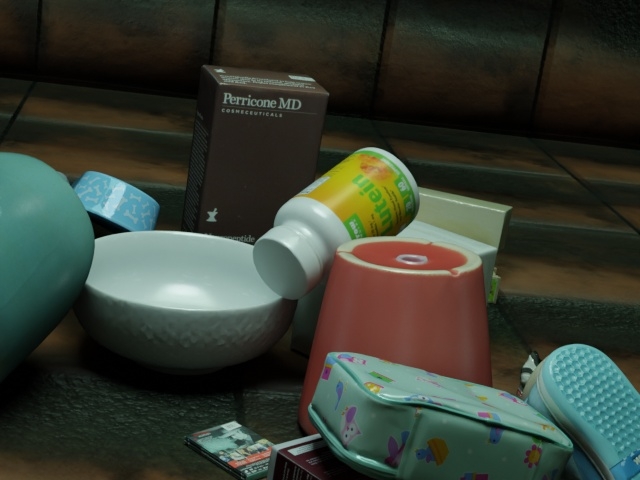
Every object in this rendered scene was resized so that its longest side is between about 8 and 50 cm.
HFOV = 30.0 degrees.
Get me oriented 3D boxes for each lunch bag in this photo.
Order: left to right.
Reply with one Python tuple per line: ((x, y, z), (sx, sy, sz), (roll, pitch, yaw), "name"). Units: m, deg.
((0.134, 0.218, 1.371), (0.279, 0.108, 0.224), (17, 4, -19), "lunch bag")

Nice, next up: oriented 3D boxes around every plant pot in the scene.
((-0.438, 0.021, 1.557), (0.293, 0.293, 0.235), (19, 40, 30), "plant pot")
((0.110, 0.133, 1.596), (0.274, 0.243, 0.275), (4, 14, -1), "plant pot")

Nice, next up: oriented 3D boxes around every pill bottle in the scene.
((0.020, -0.021, 1.712), (0.136, 0.136, 0.245), (21, 43, 34), "pill bottle")

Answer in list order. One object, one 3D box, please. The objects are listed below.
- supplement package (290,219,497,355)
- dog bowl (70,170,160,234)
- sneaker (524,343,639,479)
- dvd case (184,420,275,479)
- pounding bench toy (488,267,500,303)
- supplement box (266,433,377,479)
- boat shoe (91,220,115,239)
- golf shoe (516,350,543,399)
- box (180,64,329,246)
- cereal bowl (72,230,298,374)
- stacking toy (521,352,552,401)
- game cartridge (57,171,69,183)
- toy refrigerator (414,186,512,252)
((0.118, 0.089, 1.890), (0.175, 0.178, 0.293), (21, 21, 36), "supplement package")
((-0.366, -0.049, 2.056), (0.166, 0.074, 0.297), (27, -13, -16), "dog bowl")
((0.350, 0.299, 1.451), (0.127, 0.208, 0.319), (-18, 65, -26), "sneaker")
((-0.101, 0.265, 1.509), (0.119, 0.013, 0.087), (24, 23, 38), "dvd case")
((0.284, 0.077, 2.210), (0.083, 0.052, 0.065), (7, 17, -3), "pounding bench toy")
((0.062, 0.302, 1.365), (0.130, 0.073, 0.239), (-6, 22, -43), "supplement box")
((-0.480, -0.010, 2.035), (0.342, 0.123, 0.123), (8, 15, 11), "boat shoe")
((0.388, 0.217, 1.767), (0.186, 0.086, 0.067), (11, 16, 4), "golf shoe")
((-0.118, -0.087, 1.992), (0.191, 0.382, 0.143), (2, 19, -19), "box")
((-0.204, 0.102, 1.761), (0.338, 0.141, 0.339), (8, 18, -3), "cereal bowl")
((0.412, 0.270, 1.552), (0.141, 0.141, 0.330), (-3, 25, -32), "stacking toy")
((-0.534, -0.007, 1.864), (0.297, 0.062, 0.198), (-23, 21, 0), "game cartridge")
((0.228, -0.045, 2.335), (0.269, 0.094, 0.102), (13, 10, 14), "toy refrigerator")
